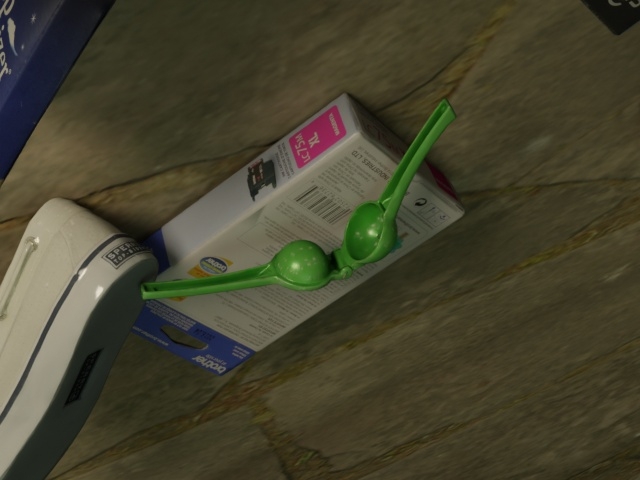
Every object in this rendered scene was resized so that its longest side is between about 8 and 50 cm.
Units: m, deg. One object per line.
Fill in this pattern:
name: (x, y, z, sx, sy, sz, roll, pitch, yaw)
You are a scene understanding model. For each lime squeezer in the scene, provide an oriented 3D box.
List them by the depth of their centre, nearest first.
lime squeezer: (0.000, 0.000, 1.075, 0.310, 0.058, 0.110, -30, 150, 6)

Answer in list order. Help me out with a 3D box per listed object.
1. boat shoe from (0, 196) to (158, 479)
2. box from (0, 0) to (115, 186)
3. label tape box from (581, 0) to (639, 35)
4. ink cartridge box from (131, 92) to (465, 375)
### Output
boat shoe: (-0.294, 0.112, 1.128, 0.136, 0.156, 0.367, -27, 151, -58)
box: (-0.193, -0.156, 0.822, 0.037, 0.136, 0.225, 13, 133, -36)
label tape box: (0.274, -0.278, 0.902, 0.241, 0.105, 0.334, -36, 141, 23)
ink cartridge box: (-0.040, 0.005, 1.169, 0.311, 0.065, 0.186, -37, 140, 18)
